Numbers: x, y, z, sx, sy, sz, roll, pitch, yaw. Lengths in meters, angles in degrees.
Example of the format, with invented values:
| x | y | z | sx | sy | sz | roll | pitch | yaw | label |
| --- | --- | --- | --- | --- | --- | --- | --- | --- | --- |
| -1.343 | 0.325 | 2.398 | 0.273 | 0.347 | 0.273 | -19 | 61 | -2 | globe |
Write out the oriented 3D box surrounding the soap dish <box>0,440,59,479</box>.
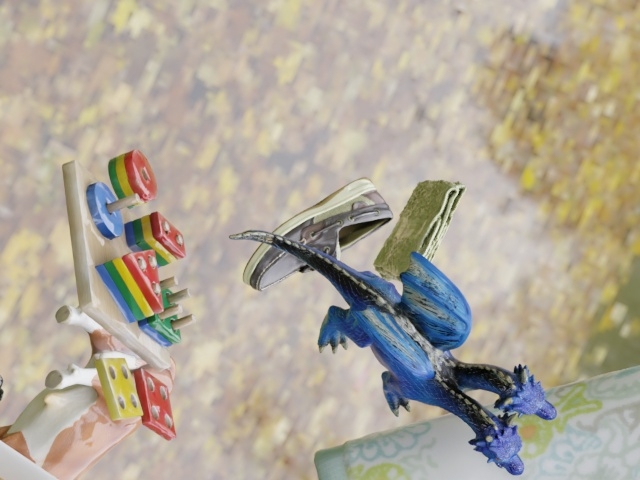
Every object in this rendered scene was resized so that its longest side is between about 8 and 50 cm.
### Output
| x | y | z | sx | sy | sz | roll | pitch | yaw | label |
| --- | --- | --- | --- | --- | --- | --- | --- | --- | --- |
| -0.177 | 0.268 | 1.130 | 0.118 | 0.290 | 0.229 | -38 | 143 | -36 | soap dish |

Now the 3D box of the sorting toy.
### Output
| x | y | z | sx | sy | sz | roll | pitch | yaw | label |
| --- | --- | --- | --- | --- | --- | --- | --- | --- | --- |
| -0.143 | 0.023 | 1.379 | 0.132 | 0.046 | 0.275 | 48 | 26 | -55 | sorting toy |

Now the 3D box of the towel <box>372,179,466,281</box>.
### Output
| x | y | z | sx | sy | sz | roll | pitch | yaw | label |
| --- | --- | --- | --- | --- | --- | --- | --- | --- | --- |
| 0.092 | -0.010 | 1.680 | 0.110 | 0.027 | 0.148 | -63 | -171 | -2 | towel |

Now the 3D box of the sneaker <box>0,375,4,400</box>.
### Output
| x | y | z | sx | sy | sz | roll | pitch | yaw | label |
| --- | --- | --- | --- | --- | --- | --- | --- | --- | --- |
| -0.333 | 0.162 | 1.702 | 0.074 | 0.170 | 0.063 | -36 | 147 | -2 | sneaker |

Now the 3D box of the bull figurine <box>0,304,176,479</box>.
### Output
| x | y | z | sx | sy | sz | roll | pitch | yaw | label |
| --- | --- | --- | --- | --- | --- | --- | --- | --- | --- |
| -0.293 | 0.209 | 1.871 | 0.310 | 0.101 | 0.188 | -45 | 141 | -2 | bull figurine |

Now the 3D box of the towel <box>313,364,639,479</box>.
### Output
| x | y | z | sx | sy | sz | roll | pitch | yaw | label |
| --- | --- | --- | --- | --- | --- | --- | --- | --- | --- |
| 0.185 | 0.316 | 1.461 | 0.090 | 0.320 | 0.375 | 66 | 10 | -77 | towel |

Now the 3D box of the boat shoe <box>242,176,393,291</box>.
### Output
| x | y | z | sx | sy | sz | roll | pitch | yaw | label |
| --- | --- | --- | --- | --- | --- | --- | --- | --- | --- |
| 0.000 | 0.000 | 1.544 | 0.152 | 0.049 | 0.056 | -37 | 157 | -21 | boat shoe |

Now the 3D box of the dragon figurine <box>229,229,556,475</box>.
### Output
| x | y | z | sx | sy | sz | roll | pitch | yaw | label |
| --- | --- | --- | --- | --- | --- | --- | --- | --- | --- |
| 0.066 | 0.068 | 1.418 | 0.085 | 0.289 | 0.144 | -45 | -172 | -22 | dragon figurine |
